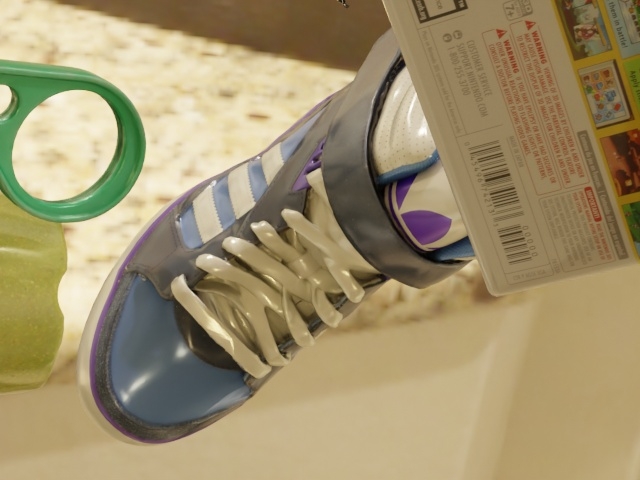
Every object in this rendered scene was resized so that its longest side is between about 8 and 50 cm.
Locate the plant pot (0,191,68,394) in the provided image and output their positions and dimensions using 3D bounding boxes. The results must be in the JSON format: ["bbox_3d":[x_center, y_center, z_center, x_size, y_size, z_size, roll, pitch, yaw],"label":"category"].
[{"bbox_3d":[-0.372,0.044,1.259,0.254,0.276,0.276,5,25,-27],"label":"plant pot"}]

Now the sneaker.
[{"bbox_3d":[0.001,0.000,0.845,0.323,0.130,0.236,-45,14,-18],"label":"sneaker"}]

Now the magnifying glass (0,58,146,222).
[{"bbox_3d":[-0.188,-0.083,0.786,0.231,0.092,0.026,35,0,-42],"label":"magnifying glass"}]

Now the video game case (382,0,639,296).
[{"bbox_3d":[0.144,-0.097,0.678,0.206,0.227,0.026,-15,17,24],"label":"video game case"}]

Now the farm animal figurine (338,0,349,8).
[{"bbox_3d":[0.096,-0.411,1.580,0.330,0.326,0.172,38,5,-21],"label":"farm animal figurine"}]
